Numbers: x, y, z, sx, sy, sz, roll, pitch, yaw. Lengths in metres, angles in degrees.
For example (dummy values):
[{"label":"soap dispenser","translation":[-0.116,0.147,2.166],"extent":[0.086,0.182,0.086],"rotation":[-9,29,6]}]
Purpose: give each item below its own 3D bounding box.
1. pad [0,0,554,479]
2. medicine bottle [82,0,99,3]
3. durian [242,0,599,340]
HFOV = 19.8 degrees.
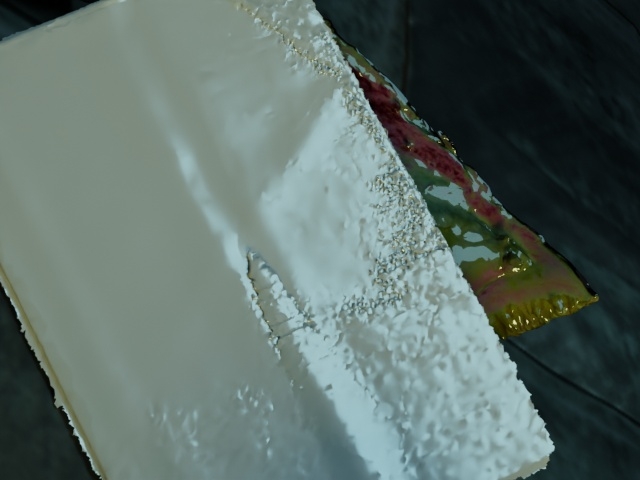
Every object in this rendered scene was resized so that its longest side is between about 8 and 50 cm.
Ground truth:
[{"label":"pad","translation":[-0.031,0.011,0.655],"extent":[0.156,0.004,0.232],"rotation":[-24,78,-18]},{"label":"medicine bottle","translation":[-0.115,-0.132,0.713],"extent":[0.091,0.058,0.058],"rotation":[16,49,-44]},{"label":"durian","translation":[-0.002,0.002,0.731],"extent":[0.187,0.119,0.108],"rotation":[43,71,2]}]
